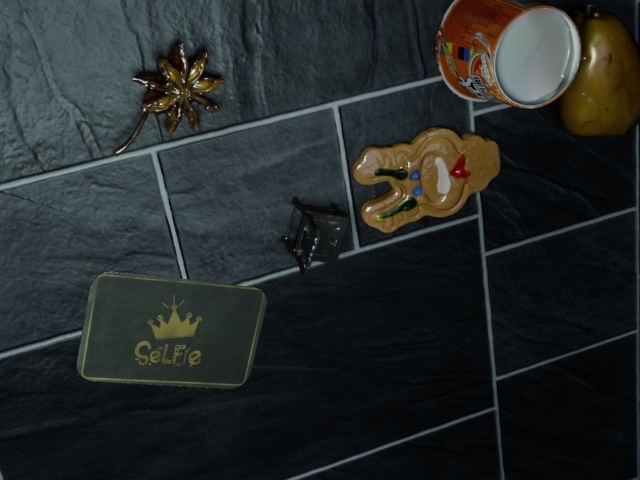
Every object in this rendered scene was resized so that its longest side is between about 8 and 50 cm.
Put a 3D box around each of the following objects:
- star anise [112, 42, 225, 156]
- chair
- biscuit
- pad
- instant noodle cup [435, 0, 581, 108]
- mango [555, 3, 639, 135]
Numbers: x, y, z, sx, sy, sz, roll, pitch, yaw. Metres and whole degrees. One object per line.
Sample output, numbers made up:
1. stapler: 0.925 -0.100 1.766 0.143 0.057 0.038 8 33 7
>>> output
1. star anise: -0.287 -0.267 1.613 0.234 0.073 0.177 -24 127 -28
2. chair: 0.000 0.000 1.744 0.113 0.229 0.106 10 108 -20
3. biscuit: 0.232 -0.137 1.876 0.333 0.047 0.202 -16 115 -14
4. pad: -0.303 0.233 1.820 0.375 0.063 0.315 7 108 -22
5. instant noodle cup: 0.378 -0.379 1.749 0.250 0.192 0.250 -7 112 -17
6. mango: 0.587 -0.352 1.862 0.201 0.152 0.287 -34 121 -16
